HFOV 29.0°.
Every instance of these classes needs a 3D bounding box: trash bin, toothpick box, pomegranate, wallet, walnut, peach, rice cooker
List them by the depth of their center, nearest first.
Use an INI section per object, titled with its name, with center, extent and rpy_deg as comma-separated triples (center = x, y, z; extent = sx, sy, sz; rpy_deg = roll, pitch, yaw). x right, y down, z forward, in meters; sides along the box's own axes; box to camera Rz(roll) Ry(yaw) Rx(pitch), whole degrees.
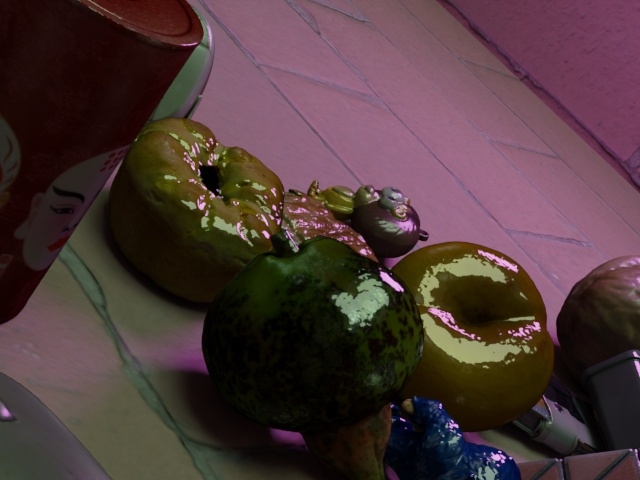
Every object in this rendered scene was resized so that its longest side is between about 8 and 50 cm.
[toothpick box]
center = -0.278, -0.108, 1.127
extent = 0.204, 0.333, 0.204
rpy_deg = 32, 23, -15
[pomegranate]
center = 0.012, 0.125, 1.287
extent = 0.276, 0.222, 0.204
rpy_deg = 44, 59, -30
[peach]
center = 0.176, 0.117, 1.548
extent = 0.251, 0.153, 0.251
rpy_deg = 17, 56, -27
[rice cooker]
center = -0.219, -0.219, 1.632
extent = 0.145, 0.206, 0.127
rpy_deg = 26, 4, 1
[wallet]
center = 0.307, 0.225, 1.723
extent = 0.231, 0.069, 0.170
rpy_deg = 29, 18, -23
[trash bin]
center = 0.458, 0.271, 1.757
extent = 0.176, 0.101, 0.236
rpy_deg = 58, 15, -27
[walnut]
center = 0.492, 0.141, 1.956
extent = 0.248, 0.248, 0.248
rpy_deg = 32, 22, -15

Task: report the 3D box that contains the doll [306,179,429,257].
[doll]
center = 0.072, -0.037, 1.857
extent = 0.188, 0.096, 0.145
rpy_deg = 15, 22, -25

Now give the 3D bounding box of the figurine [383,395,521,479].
[figurine]
center = 0.138, 0.261, 1.331
extent = 0.262, 0.120, 0.164
rpy_deg = 26, -20, 49

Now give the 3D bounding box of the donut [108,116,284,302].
[donut]
center = -0.149, -0.039, 1.464
extent = 0.208, 0.128, 0.261
rpy_deg = 32, 22, -11

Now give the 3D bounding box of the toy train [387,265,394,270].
[toy train]
center = 0.114, 0.107, 1.647
extent = 0.172, 0.070, 0.099
rpy_deg = 32, 49, -12

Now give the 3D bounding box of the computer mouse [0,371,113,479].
[computer mouse]
center = -0.210, 0.206, 0.935
extent = 0.331, 0.095, 0.197
rpy_deg = 46, 19, 20

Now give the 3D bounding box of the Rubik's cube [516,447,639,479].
[Rubik's cube]
center = 0.307, 0.348, 1.376
extent = 0.233, 0.228, 0.228
rpy_deg = 3, -22, 6

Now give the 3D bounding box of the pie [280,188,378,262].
[pie]
center = 0.000, 0.000, 1.729
extent = 0.195, 0.046, 0.195
rpy_deg = 30, 24, -15
